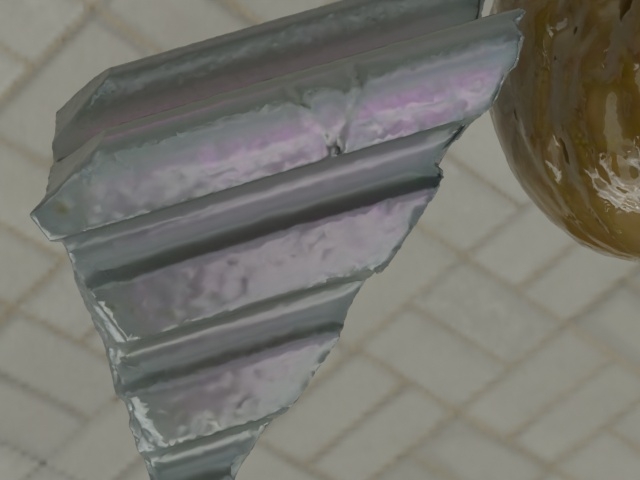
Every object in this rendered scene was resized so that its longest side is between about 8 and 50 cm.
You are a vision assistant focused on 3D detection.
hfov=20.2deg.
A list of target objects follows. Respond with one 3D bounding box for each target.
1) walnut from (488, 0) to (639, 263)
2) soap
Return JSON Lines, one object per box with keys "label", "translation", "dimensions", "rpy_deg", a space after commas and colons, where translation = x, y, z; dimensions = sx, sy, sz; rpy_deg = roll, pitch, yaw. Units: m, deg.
{"label": "walnut", "translation": [0.271, -0.143, 1.287], "dimensions": [0.333, 0.333, 0.333], "rpy_deg": [-6, 131, -7]}
{"label": "soap", "translation": [0.000, 0.000, 1.095], "dimensions": [0.302, 0.159, 0.257], "rpy_deg": [-17, 115, -2]}
